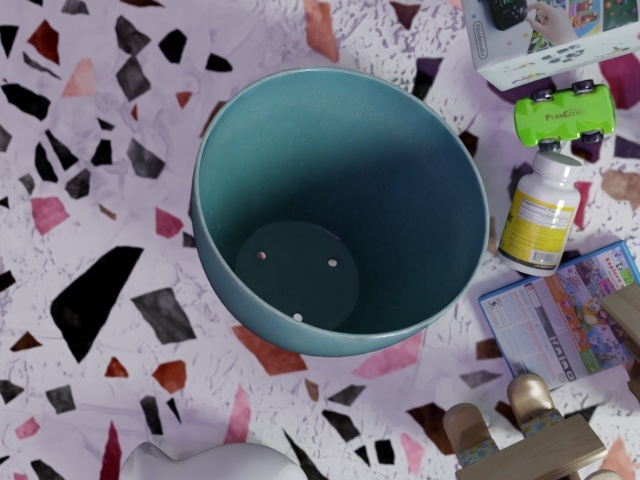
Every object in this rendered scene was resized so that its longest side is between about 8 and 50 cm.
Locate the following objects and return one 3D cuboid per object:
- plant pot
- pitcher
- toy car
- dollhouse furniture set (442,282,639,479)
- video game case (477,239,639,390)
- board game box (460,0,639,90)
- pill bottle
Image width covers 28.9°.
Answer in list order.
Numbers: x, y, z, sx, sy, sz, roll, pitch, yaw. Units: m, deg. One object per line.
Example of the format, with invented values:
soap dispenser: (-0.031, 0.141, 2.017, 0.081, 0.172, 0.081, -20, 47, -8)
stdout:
plant pot: (0.000, 0.000, 1.253, 0.290, 0.290, 0.195, 42, 150, 8)
pitcher: (-0.110, 0.317, 1.444, 0.207, 0.125, 0.178, -3, 123, 32)
toy car: (0.300, -0.135, 1.195, 0.224, 0.053, 0.239, -8, 99, 24)
dollhouse furniture set: (0.241, 0.176, 1.196, 0.242, 0.212, 0.161, -25, 112, 0)
video game case: (0.261, 0.083, 1.284, 0.166, 0.015, 0.119, -24, 92, 25)
board game box: (0.272, -0.286, 1.110, 0.303, 0.097, 0.224, -15, 77, 23)
pill bottle: (0.223, -0.028, 1.245, 0.065, 0.065, 0.116, 21, 109, 16)
